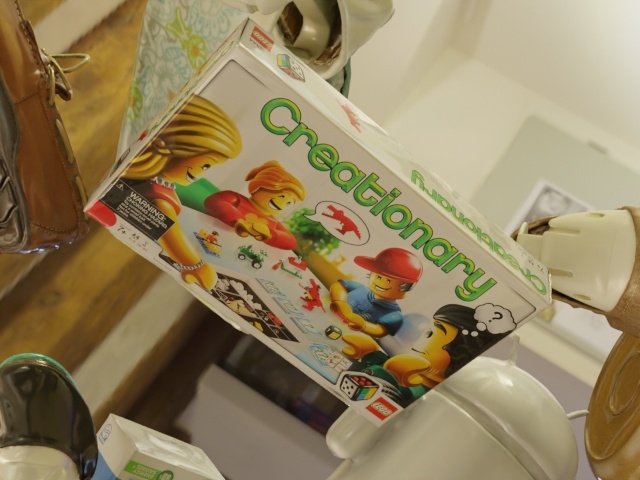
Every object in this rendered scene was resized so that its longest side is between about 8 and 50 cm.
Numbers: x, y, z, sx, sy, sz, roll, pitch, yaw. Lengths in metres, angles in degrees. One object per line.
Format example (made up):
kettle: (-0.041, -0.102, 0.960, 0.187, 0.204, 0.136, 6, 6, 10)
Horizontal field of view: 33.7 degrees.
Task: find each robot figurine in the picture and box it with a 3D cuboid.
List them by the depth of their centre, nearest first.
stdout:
robot figurine: (0.138, 0.269, 1.146, 0.353, 0.300, 0.200, -45, 20, -12)

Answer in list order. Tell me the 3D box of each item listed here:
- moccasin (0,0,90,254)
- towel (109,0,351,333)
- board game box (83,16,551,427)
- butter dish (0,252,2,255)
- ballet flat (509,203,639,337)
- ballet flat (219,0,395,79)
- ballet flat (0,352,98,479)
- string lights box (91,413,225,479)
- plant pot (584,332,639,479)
moccasin: (-0.364, -0.176, 1.288, 0.139, 0.380, 0.147, -17, 2, 41)
towel: (-0.128, -0.115, 1.281, 0.090, 0.321, 0.374, -8, -59, -46)
board game box: (0.000, 0.000, 0.805, 0.193, 0.305, 0.053, -42, 20, 31)
butter dish: (-0.471, -0.029, 1.467, 0.160, 0.160, 0.118, -53, -32, -18)
ballet flat: (0.236, 0.015, 0.913, 0.342, 0.124, 0.116, -152, 73, -84)
ballet flat: (-0.028, -0.224, 0.857, 0.139, 0.139, 0.400, -58, -17, 0)
ballet flat: (-0.234, 0.215, 0.882, 0.096, 0.095, 0.280, -98, 13, -45)
string lights box: (-0.228, 0.322, 1.099, 0.133, 0.077, 0.259, 32, -86, -39)
plant pot: (0.350, 0.163, 1.168, 0.236, 0.032, 0.236, -157, 90, -87)
